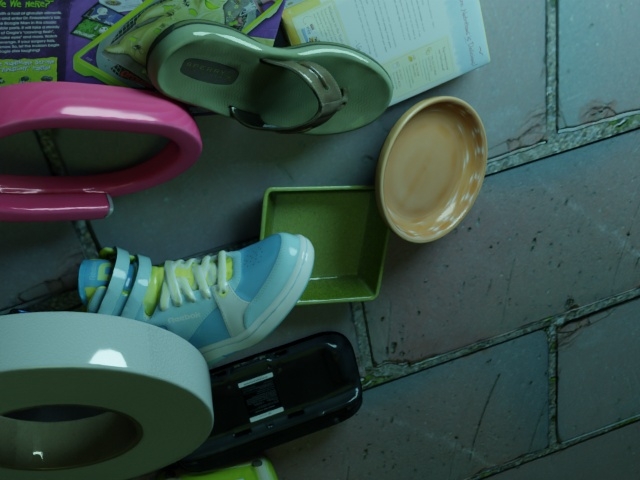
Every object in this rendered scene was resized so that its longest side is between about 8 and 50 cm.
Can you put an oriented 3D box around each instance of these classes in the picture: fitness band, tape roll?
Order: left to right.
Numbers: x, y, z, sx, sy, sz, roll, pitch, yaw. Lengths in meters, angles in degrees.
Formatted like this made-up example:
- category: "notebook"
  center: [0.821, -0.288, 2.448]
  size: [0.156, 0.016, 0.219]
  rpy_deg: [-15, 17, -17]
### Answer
- category: "tape roll"
  center: [-0.327, 0.215, 0.959]
  size: [0.391, 0.072, 0.392]
  rpy_deg: [-8, 145, -6]
- category: "fitness band"
  center: [-0.267, -0.089, 0.838]
  size: [0.290, 0.054, 0.209]
  rpy_deg: [-4, 157, -43]

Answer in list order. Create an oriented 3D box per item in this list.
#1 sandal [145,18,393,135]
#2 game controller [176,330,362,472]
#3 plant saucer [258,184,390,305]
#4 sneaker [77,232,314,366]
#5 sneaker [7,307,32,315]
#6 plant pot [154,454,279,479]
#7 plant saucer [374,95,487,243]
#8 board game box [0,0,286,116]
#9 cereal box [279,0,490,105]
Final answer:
- category: "sandal"
  center: [-0.045, -0.160, 0.860]
  size: [0.302, 0.086, 0.120]
  rpy_deg: [1, 132, -35]
- category: "game controller"
  center: [-0.090, 0.249, 1.200]
  size: [0.319, 0.067, 0.167]
  rpy_deg: [-18, 110, -9]
- category: "plant saucer"
  center: [0.000, 0.000, 1.077]
  size: [0.188, 0.045, 0.189]
  rpy_deg: [-2, 120, -18]
- category: "sneaker"
  center: [-0.177, 0.058, 0.971]
  size: [0.319, 0.127, 0.208]
  rpy_deg: [-36, 125, 24]
- category: "sneaker"
  center: [-0.431, 0.145, 1.006]
  size: [0.216, 0.079, 0.121]
  rpy_deg: [2, 109, -21]
- category: "plant pot"
  center: [-0.151, 0.476, 1.216]
  size: [0.228, 0.227, 0.207]
  rpy_deg: [-5, 115, -15]
- category: "plant saucer"
  center: [0.144, -0.096, 1.040]
  size: [0.199, 0.037, 0.200]
  rpy_deg: [-16, 118, -34]
- category: "board game box"
  center: [-0.207, -0.211, 0.791]
  size: [0.346, 0.056, 0.208]
  rpy_deg: [-9, 148, -30]
- category: "cereal box"
  center: [0.080, -0.253, 0.947]
  size: [0.240, 0.047, 0.173]
  rpy_deg: [-24, 126, -5]
